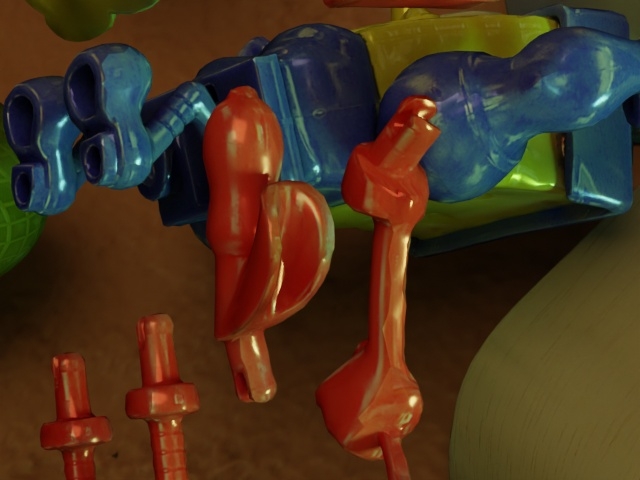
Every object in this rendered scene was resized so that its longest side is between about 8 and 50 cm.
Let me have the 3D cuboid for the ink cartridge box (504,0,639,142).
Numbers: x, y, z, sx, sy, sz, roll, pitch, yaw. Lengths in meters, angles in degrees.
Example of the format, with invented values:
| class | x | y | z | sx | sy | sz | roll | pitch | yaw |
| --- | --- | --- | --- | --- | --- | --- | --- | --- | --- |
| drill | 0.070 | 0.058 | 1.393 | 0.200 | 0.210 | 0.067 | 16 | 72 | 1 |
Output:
| class | x | y | z | sx | sy | sz | roll | pitch | yaw |
| --- | --- | --- | --- | --- | --- | --- | --- | --- | --- |
| ink cartridge box | 0.094 | -0.101 | 0.683 | 0.052 | 0.122 | 0.088 | 2 | 63 | 14 |

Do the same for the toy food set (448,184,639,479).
| class | x | y | z | sx | sy | sz | roll | pitch | yaw |
| --- | --- | --- | --- | --- | --- | --- | --- | --- | --- |
| toy food set | 0.217 | 0.029 | 0.619 | 0.306 | 0.092 | 0.220 | -43 | 50 | -12 |

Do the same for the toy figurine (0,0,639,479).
| class | x | y | z | sx | sy | sz | roll | pitch | yaw |
| --- | --- | --- | --- | --- | --- | --- | --- | --- | --- |
| toy figurine | 0.000 | 0.000 | 0.635 | 0.217 | 0.362 | 0.191 | -4 | 82 | -35 |
